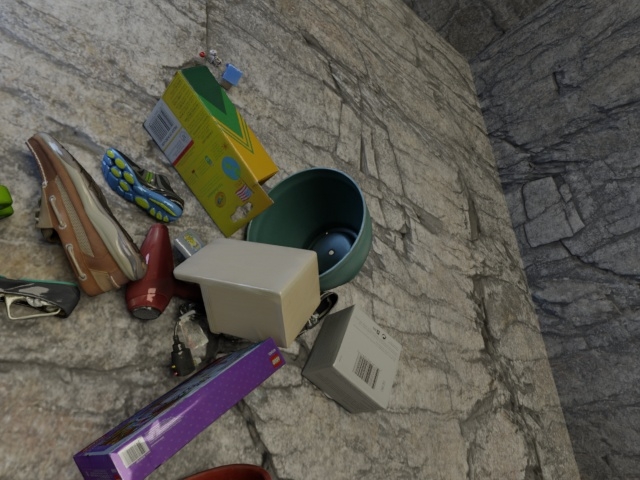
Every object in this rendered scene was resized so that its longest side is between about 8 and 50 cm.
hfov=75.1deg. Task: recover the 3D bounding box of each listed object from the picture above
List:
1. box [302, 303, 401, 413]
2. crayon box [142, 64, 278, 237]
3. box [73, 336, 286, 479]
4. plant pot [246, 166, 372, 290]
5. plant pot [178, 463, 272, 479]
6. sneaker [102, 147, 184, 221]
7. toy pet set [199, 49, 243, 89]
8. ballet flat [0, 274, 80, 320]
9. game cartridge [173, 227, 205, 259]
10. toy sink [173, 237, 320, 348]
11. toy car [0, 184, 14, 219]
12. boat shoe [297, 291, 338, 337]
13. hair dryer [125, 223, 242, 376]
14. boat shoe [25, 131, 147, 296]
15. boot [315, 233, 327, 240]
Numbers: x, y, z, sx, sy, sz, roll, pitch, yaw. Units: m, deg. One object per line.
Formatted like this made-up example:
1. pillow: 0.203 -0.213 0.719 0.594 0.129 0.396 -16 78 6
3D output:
1. box: 0.081 0.287 1.006 0.181 0.119 0.182 43 45 -17
2. crayon box: -0.229 -0.183 0.913 0.318 0.202 0.081 56 43 -6
3. box: -0.219 0.271 0.676 0.293 0.201 0.057 -28 89 -47
4. plant pot: 0.000 0.000 0.999 0.196 0.293 0.293 46 37 -54
5. plant pot: -0.160 0.515 0.576 0.272 0.272 0.265 -14 87 -46
6. sneaker: -0.364 -0.114 0.860 0.188 0.067 0.078 41 25 -17
7. toy pet set: -0.274 -0.457 1.115 0.114 0.065 0.122 27 52 -30
8. ballet flat: -0.479 0.084 0.632 0.203 0.074 0.074 19 57 -38
9. game cartridge: -0.266 0.008 0.855 0.056 0.017 0.083 56 13 -14
10. toy sink: -0.137 0.096 0.807 0.153 0.234 0.131 -49 140 -55
11. toy car: -0.577 -0.091 0.594 0.188 0.149 0.155 -23 95 -36
12. boat shoe: -0.031 0.176 1.001 0.206 0.065 0.075 -28 88 -47
13. hair dryer: -0.278 0.104 0.825 0.293 0.080 0.223 64 25 -2
14. boat shoe: -0.428 -0.048 0.712 0.116 0.123 0.324 -34 77 -15
15. boot: 0.001 -0.035 1.169 0.087 0.042 0.118 -20 84 -53
